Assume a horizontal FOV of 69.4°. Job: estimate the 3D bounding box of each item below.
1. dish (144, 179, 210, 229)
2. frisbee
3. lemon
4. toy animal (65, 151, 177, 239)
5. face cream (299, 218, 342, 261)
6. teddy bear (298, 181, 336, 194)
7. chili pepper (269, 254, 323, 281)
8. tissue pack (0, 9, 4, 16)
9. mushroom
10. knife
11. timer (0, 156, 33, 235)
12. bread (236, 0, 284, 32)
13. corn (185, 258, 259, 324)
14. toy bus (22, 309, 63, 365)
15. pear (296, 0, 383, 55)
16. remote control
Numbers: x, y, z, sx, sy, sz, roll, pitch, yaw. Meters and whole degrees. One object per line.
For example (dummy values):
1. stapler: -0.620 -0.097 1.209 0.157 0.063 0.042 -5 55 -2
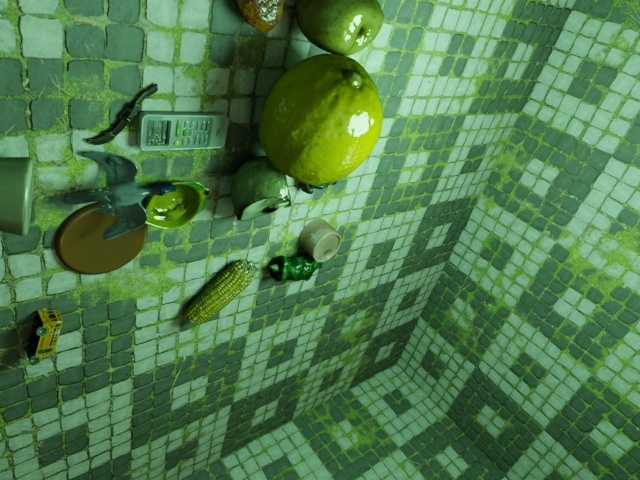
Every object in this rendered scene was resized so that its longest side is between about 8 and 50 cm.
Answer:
1. dish: -0.429 -0.118 1.341 0.207 0.080 0.149 -28 137 -23
2. frisbee: -0.613 -0.002 1.313 0.250 0.021 0.251 -27 139 -26
3. lemon: 0.019 -0.354 1.299 0.364 0.364 0.364 -28 141 -25
4. toy animal: -0.516 -0.113 1.199 0.176 0.255 0.239 -57 150 -67
5. face cream: 0.000 0.000 1.888 0.149 0.104 0.149 -28 141 -25
6. teddy bear: 0.011 -0.272 1.605 0.171 0.144 0.251 -48 151 -25
7. chili pepper: -0.114 0.113 1.893 0.136 0.099 0.270 -36 159 30
8. tissue pack: -0.655 -0.434 0.803 0.108 0.060 0.148 -40 146 -9
9. mushroom: -0.198 -0.170 1.468 0.189 0.164 0.267 -16 177 -3
10. knife: -0.481 -0.306 1.150 0.222 0.021 0.046 -43 142 -5
11. timer: -0.761 -0.107 0.966 0.265 0.175 0.175 5 122 -30
12. bread: -0.136 -0.648 1.116 0.139 0.095 0.269 -20 134 -44
13. corn: -0.361 0.187 1.690 0.318 0.115 0.115 -45 145 -3
14. toy bus: -0.806 0.282 1.344 0.074 0.069 0.162 1 122 -50
15. pear: 0.047 -0.616 1.254 0.228 0.211 0.188 -30 163 -43
16. remote control: -0.371 -0.299 1.262 0.250 0.034 0.103 -11 131 -40
